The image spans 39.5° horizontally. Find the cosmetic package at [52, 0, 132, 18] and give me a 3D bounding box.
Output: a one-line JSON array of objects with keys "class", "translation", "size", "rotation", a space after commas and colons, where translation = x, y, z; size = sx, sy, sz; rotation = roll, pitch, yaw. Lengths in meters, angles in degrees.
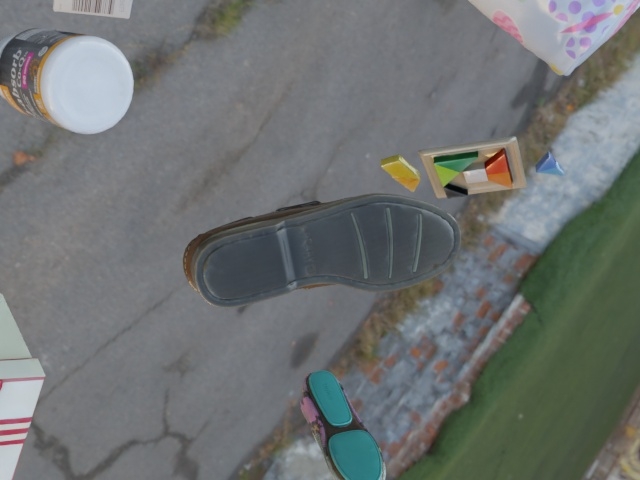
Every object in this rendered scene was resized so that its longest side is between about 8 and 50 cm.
[{"class": "cosmetic package", "translation": [-0.439, -0.555, 1.732], "size": [0.151, 0.184, 0.151], "rotation": [0, 154, -19]}]

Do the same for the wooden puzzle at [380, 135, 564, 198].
[{"class": "wooden puzzle", "translation": [0.109, -0.049, 0.635], "size": [0.078, 0.116, 0.014], "rotation": [42, 43, -55]}]

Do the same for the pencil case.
[{"class": "pencil case", "translation": [0.126, -0.248, 0.688], "size": [0.113, 0.273, 0.124], "rotation": [-52, 176, 33]}]

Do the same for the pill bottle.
[{"class": "pill bottle", "translation": [-0.454, -0.280, 1.529], "size": [0.162, 0.278, 0.162], "rotation": [-15, 113, -38]}]

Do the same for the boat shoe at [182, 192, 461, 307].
[{"class": "boat shoe", "translation": [0.000, 0.000, 0.990], "size": [0.307, 0.104, 0.111], "rotation": [-4, 101, -17]}]

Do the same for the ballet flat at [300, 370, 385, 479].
[{"class": "ballet flat", "translation": [0.026, 0.272, 1.198], "size": [0.077, 0.221, 0.079], "rotation": [-5, 127, -22]}]

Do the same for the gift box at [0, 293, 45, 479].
[{"class": "gift box", "translation": [-0.603, 0.249, 1.367], "size": [0.276, 0.258, 0.255], "rotation": [-4, 126, -38]}]
